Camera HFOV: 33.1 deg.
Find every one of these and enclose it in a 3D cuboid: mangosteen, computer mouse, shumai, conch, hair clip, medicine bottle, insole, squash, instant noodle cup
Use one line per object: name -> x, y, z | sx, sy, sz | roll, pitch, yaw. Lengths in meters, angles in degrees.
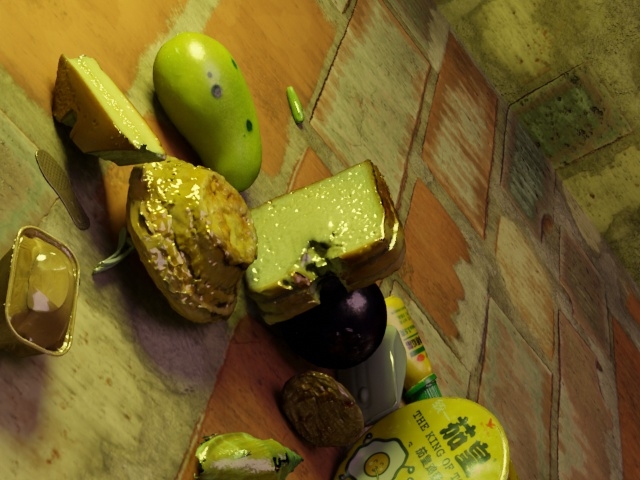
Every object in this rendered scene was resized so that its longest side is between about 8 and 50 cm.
mangosteen -> 0.013, 0.117, 1.876 | 0.194, 0.194, 0.230 | 39, 10, -36
computer mouse -> 0.088, 0.238, 1.932 | 0.079, 0.128, 0.231 | 48, 28, -25
shumai -> 0.003, 0.266, 1.780 | 0.139, 0.123, 0.105 | 32, 27, -22
conch -> -0.108, 0.329, 1.594 | 0.201, 0.079, 0.095 | 24, 27, -37
hair clip -> -0.304, 0.016, 1.589 | 0.039, 0.030, 0.115 | 40, 28, 0
medicine bottle -> 0.182, 0.257, 2.119 | 0.111, 0.076, 0.309 | -15, 80, -60
insole -> -0.376, -0.075, 1.575 | 0.135, 0.002, 0.045 | 61, 29, -3
squash -> -0.054, -0.286, 2.263 | 0.027, 0.027, 0.089 | 10, 55, -55
instant noodle cup -> 0.208, 0.458, 1.769 | 0.254, 0.325, 0.325 | 54, 28, -33

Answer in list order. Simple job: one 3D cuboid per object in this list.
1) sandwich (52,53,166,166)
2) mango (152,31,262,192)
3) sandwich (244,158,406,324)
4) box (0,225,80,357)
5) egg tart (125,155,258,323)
sandwich -> -0.333, -0.179, 1.625 | 0.090, 0.088, 0.244 | 10, 35, -52
mango -> -0.187, -0.224, 1.879 | 0.293, 0.143, 0.175 | 66, 29, -12
sandwich -> 0.001, 0.001, 1.783 | 0.249, 0.273, 0.095 | -100, 165, -54
box -> -0.360, 0.069, 1.369 | 0.111, 0.111, 0.177 | 35, 38, -39
egg tart -> -0.185, -0.015, 1.669 | 0.294, 0.123, 0.294 | 55, 20, -31
